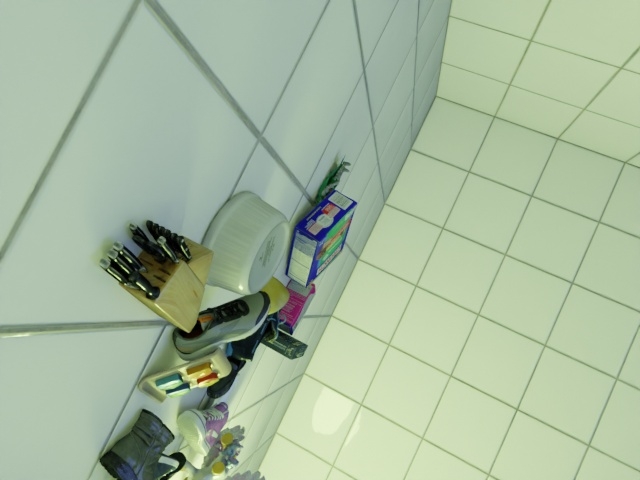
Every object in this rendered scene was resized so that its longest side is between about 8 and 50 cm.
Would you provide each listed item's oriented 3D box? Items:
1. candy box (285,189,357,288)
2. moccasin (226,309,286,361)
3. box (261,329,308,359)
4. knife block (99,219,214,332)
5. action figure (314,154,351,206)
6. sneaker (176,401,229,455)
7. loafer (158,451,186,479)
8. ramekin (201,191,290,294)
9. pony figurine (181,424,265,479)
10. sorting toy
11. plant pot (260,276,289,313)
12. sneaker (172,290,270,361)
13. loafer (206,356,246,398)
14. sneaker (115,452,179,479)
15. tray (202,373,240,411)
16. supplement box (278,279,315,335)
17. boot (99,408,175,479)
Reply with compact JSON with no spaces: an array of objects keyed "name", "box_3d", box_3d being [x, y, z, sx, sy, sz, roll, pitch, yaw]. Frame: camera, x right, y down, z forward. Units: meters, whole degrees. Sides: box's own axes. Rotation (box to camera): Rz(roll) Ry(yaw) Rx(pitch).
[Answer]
[{"name":"candy box","box_3d":[0.000,0.000,1.715,0.268,0.122,0.317,-46,163,-35]},{"name":"moccasin","box_3d":[-0.212,0.332,1.601,0.342,0.117,0.137,-49,159,-50]},{"name":"box","box_3d":[-0.162,0.426,1.817,0.059,0.183,0.232,-64,167,-5]},{"name":"knife block","box_3d":[-0.319,0.090,0.832,0.242,0.088,0.275,-34,147,-64]},{"name":"action figure","box_3d":[0.044,-0.220,1.737,0.232,0.063,0.137,-56,167,-22]},{"name":"sneaker","box_3d":[-0.376,0.581,1.431,0.161,0.102,0.282,-51,161,-37]},{"name":"loafer","box_3d":[-0.497,0.739,1.389,0.061,0.062,0.170,-46,168,15]},{"name":"ramekin","box_3d":[-0.185,0.018,1.129,0.273,0.127,0.273,-58,165,-26]},{"name":"pony figurine","box_3d":[-0.393,0.859,1.629,0.351,0.303,0.363,-16,143,-29]},{"name":"sorting toy","box_3d":[-0.338,0.358,1.123,0.208,0.038,0.193,-22,152,-13]},{"name":"plant pot","box_3d":[-0.182,0.166,1.445,0.134,0.134,0.095,-53,134,-41]},{"name":"sneaker","box_3d":[-0.250,0.209,1.119,0.272,0.100,0.108,-29,142,-19]},{"name":"loafer","box_3d":[-0.321,0.450,1.499,0.223,0.076,0.078,-51,156,-60]},{"name":"sneaker","box_3d":[-0.483,0.661,1.190,0.226,0.086,0.163,77,31,-57]},{"name":"tray","box_3d":[-0.390,0.607,1.595,0.270,0.030,0.145,-61,165,-15]},{"name":"supplement box","box_3d":[-0.118,0.276,1.873,0.220,0.114,0.111,-57,164,-26]},{"name":"boot","box_3d":[-0.422,0.558,1.094,0.161,0.083,0.246,-48,127,-46]}]
